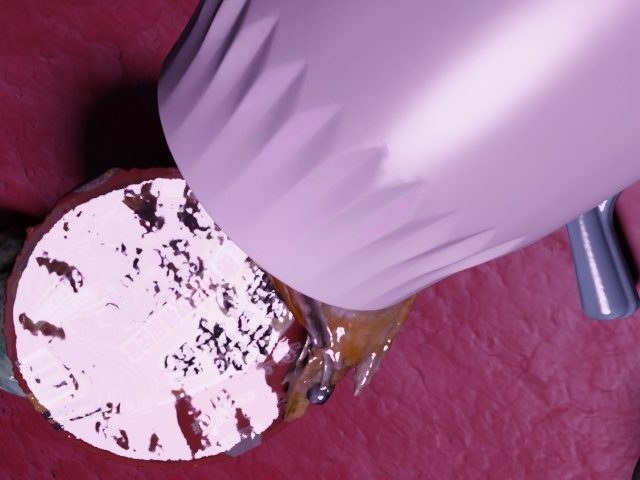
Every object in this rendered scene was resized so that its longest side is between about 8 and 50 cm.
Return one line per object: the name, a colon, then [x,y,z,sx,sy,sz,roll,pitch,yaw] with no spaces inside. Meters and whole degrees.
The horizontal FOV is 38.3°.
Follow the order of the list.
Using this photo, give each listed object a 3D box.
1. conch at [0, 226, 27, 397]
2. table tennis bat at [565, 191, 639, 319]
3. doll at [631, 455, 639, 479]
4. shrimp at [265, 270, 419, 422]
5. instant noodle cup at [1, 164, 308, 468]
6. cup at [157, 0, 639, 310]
conch: [-0.275,0.068,0.893,0.188,0.122,0.176,-12,85,31]
table tennis bat: [0.167,-0.057,0.617,0.153,0.040,0.244,-8,109,39]
doll: [0.331,0.234,0.603,0.260,0.161,0.177,13,120,27]
shrimp: [0.000,0.000,0.693,0.168,0.077,0.317,25,112,14]
instant noodle cup: [-0.122,0.055,0.779,0.274,0.091,0.274,-3,109,-8]
cup: [0.104,-0.144,0.450,0.253,0.253,0.371,49,124,-2]
